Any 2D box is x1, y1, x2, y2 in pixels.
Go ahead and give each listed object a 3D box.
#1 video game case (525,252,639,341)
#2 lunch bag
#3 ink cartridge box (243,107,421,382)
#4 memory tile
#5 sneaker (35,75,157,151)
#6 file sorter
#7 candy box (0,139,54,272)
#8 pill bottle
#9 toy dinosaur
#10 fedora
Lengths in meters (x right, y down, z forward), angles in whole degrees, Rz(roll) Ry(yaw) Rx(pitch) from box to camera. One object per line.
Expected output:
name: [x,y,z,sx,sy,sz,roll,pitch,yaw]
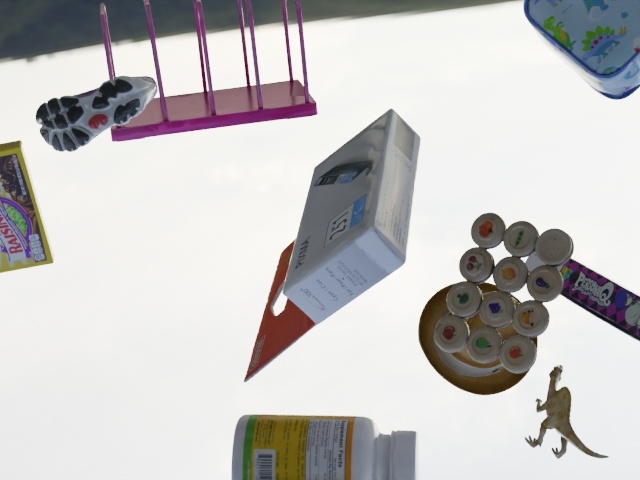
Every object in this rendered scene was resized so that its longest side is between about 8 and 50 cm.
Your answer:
video game case: [0.352,0.090,1.429,0.232,0.042,0.210,25,-174,-39]
lunch bag: [0.352,-0.287,1.570,0.176,0.219,0.090,47,-174,29]
ink cartridge box: [0.000,0.000,1.646,0.261,0.066,0.296,-38,-161,26]
memory tile: [0.179,0.050,1.348,0.113,0.148,0.012,17,174,31]
sneaker: [-0.266,-0.155,1.658,0.170,0.068,0.071,-15,-170,26]
file sorter: [-0.169,-0.267,1.985,0.290,0.182,0.202,-8,-163,-6]
candy box: [-0.463,-0.045,2.007,0.105,0.206,0.027,-10,-146,-1]
pill bottle: [0.009,0.307,1.875,0.245,0.136,0.136,0,-160,7]
toy dinosaur: [0.312,0.239,1.801,0.053,0.092,0.183,11,-145,-19]
fedora: [0.242,0.132,2.026,0.194,0.194,0.079,-18,162,-25]
